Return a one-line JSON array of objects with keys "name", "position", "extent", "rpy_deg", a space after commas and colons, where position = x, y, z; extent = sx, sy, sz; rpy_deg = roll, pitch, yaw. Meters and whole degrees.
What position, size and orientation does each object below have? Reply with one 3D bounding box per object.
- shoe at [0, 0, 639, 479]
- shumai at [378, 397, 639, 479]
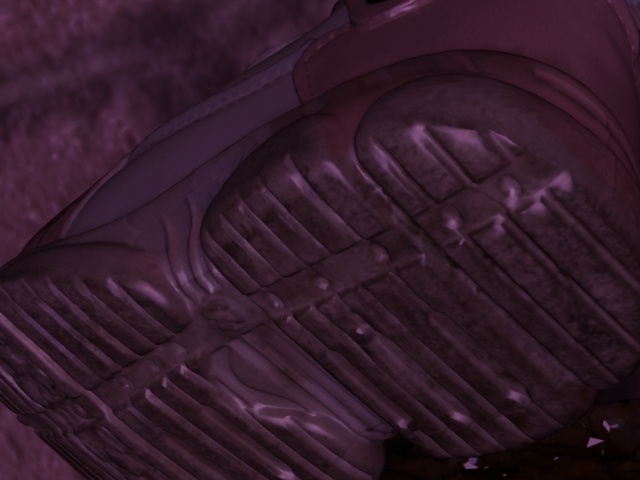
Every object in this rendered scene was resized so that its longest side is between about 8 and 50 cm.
[{"name": "shoe", "position": [0.001, 0.002, 0.542], "extent": [0.351, 0.198, 0.172], "rpy_deg": [-20, 118, 41]}, {"name": "shumai", "position": [0.104, 0.181, 0.561], "extent": [0.218, 0.184, 0.185], "rpy_deg": [-24, 114, -2]}]
